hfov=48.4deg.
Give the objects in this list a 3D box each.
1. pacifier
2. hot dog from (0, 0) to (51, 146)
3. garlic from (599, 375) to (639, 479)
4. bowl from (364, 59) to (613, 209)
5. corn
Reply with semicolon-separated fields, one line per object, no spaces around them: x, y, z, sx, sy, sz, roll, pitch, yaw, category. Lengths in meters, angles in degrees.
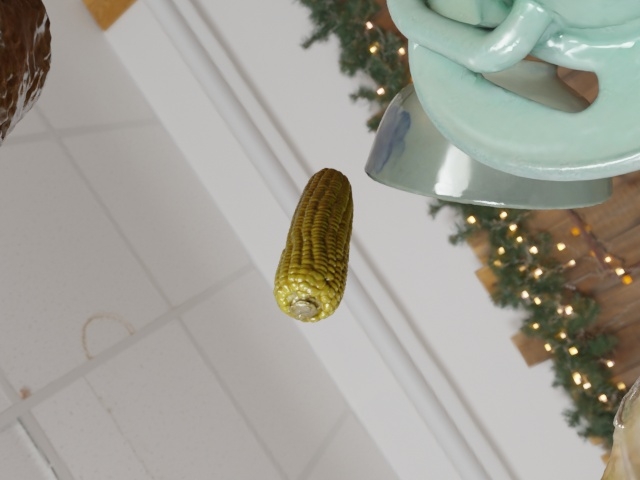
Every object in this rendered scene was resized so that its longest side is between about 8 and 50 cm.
0.207;-0.187;0.476;0.288;0.343;0.269;39;-174;38;pacifier
-0.395;-0.155;0.695;0.174;0.267;0.387;11;-152;-8;hot dog
0.376;0.158;0.657;0.151;0.338;0.196;56;-138;0;garlic
0.198;-0.139;0.828;0.289;0.289;0.146;-36;-48;-66;bowl
0.000;0.000;0.842;0.080;0.080;0.231;45;-145;-25;corn
